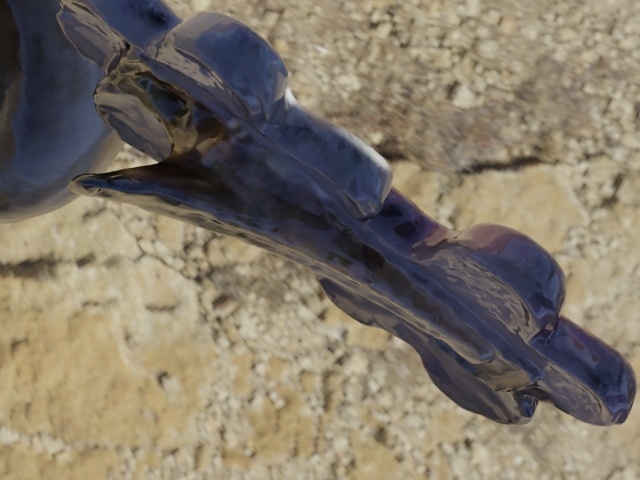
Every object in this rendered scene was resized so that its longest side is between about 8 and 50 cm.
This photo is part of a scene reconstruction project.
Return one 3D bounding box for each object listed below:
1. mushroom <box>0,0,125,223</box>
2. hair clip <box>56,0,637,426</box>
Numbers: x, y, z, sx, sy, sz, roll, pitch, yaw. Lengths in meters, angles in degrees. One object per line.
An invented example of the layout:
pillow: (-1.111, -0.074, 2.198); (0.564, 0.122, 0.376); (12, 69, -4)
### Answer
mushroom: (-0.200, -0.100, 0.824); (0.215, 0.207, 0.207); (-26, 119, -50)
hair clip: (0.004, -0.006, 0.609); (0.257, 0.146, 0.075); (31, 67, -14)
